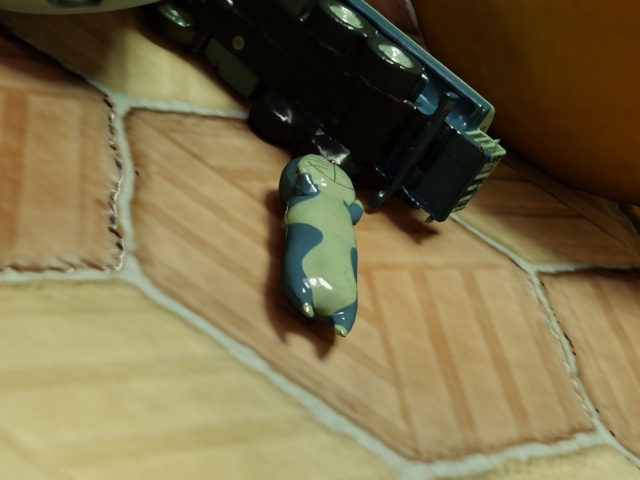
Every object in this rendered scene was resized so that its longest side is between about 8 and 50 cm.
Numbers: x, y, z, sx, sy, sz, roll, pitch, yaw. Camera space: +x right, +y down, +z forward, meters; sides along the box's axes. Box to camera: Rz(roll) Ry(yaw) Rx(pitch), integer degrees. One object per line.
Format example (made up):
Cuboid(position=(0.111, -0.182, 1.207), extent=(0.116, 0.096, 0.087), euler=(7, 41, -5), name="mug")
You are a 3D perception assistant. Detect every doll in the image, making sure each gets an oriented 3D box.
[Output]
Cuboid(position=(0.000, 0.000, 0.585), extent=(0.037, 0.027, 0.125), euler=(32, 25, -20), name="doll")

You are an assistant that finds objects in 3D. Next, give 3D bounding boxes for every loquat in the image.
Cuboid(position=(0.206, -0.175, 0.811), extent=(0.328, 0.328, 0.328), euler=(27, 26, -14), name="loquat")

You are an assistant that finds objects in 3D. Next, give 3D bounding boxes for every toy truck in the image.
Cuboid(position=(0.003, -0.092, 0.694), extent=(0.201, 0.074, 0.088), euler=(42, 27, 17), name="toy truck")

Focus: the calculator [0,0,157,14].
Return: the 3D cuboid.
Cuboid(position=(-0.104, -0.200, 0.690), extent=(0.185, 0.041, 0.299), euler=(-5, 42, 1), name="calculator")
